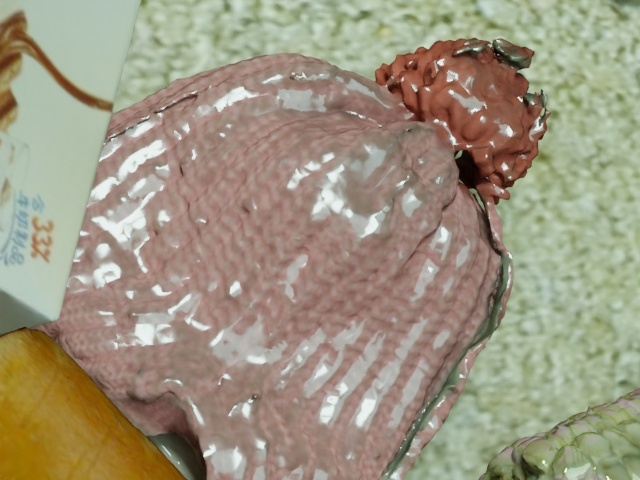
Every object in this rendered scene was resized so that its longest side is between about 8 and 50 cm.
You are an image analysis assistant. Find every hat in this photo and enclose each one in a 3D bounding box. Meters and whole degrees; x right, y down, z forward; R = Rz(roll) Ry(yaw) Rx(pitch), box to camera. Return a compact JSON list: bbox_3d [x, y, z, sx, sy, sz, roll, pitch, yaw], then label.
[{"bbox_3d":[0.000,0.000,0.986,0.286,0.107,0.237,-44,93,-17],"label":"hat"}]

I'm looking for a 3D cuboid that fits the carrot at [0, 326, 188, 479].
[{"bbox_3d":[-0.101,0.195,0.842,0.193,0.214,0.331,-45,101,-11],"label":"carrot"}]

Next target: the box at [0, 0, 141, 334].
[{"bbox_3d":[-0.190,-0.134,0.873,0.265,0.048,0.273,36,53,-38],"label":"box"}]

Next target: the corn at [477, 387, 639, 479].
[{"bbox_3d":[0.236,0.117,1.102,0.335,0.126,0.127,-9,85,-28],"label":"corn"}]
